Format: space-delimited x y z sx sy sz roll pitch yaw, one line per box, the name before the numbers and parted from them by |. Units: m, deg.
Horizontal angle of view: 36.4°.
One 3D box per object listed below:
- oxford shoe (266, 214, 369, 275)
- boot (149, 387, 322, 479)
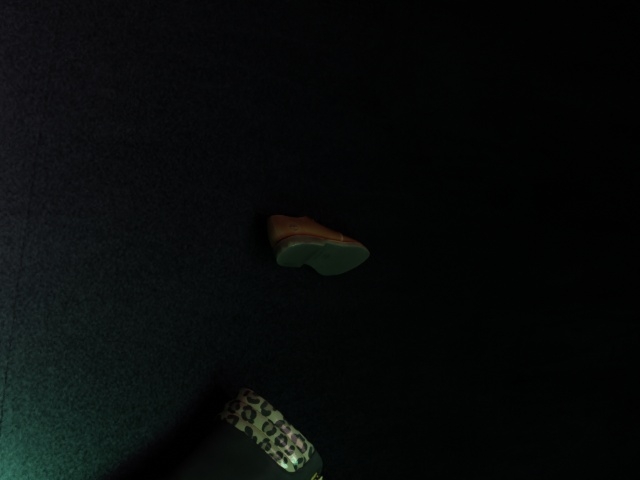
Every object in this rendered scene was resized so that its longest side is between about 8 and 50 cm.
oxford shoe | 0.000 0.000 1.414 0.212 0.076 0.076 18 39 -54
boot | -0.091 0.409 1.274 0.377 0.138 0.284 53 54 -16
